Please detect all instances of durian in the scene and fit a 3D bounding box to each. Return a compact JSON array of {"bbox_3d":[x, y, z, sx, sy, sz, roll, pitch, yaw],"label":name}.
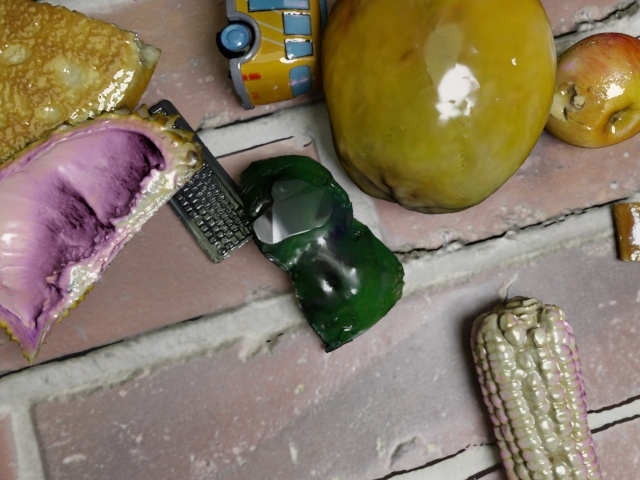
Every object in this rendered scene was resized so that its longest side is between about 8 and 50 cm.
[{"bbox_3d":[-0.300,-0.037,0.653,0.191,0.112,0.341,39,88,5],"label":"durian"}]

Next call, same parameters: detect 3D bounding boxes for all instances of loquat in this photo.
[{"bbox_3d":[0.128,-0.178,0.616,0.276,0.276,0.284,13,86,0],"label":"loquat"}]

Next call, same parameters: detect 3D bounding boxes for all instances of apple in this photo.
[{"bbox_3d":[0.359,-0.186,0.673,0.146,0.146,0.146,0,83,-1],"label":"apple"}]

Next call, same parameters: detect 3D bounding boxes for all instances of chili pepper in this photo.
[{"bbox_3d":[-0.001,-0.004,0.658,0.148,0.116,0.264,-32,86,-8],"label":"chili pepper"}]

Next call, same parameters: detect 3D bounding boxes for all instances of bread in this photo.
[{"bbox_3d":[0.424,-0.011,0.711,0.047,0.036,0.083,-5,85,6],"label":"bread"}]

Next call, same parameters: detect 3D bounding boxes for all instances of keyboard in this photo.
[{"bbox_3d":[-0.175,-0.081,0.709,0.093,0.025,0.230,-38,86,-8],"label":"keyboard"}]

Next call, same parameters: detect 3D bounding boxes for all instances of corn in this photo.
[{"bbox_3d":[0.268,0.236,0.643,0.126,0.126,0.335,-10,88,-3],"label":"corn"}]

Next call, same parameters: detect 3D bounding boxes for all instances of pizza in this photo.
[{"bbox_3d":[-0.370,-0.169,0.684,0.258,0.087,0.268,16,84,-4],"label":"pizza"}]

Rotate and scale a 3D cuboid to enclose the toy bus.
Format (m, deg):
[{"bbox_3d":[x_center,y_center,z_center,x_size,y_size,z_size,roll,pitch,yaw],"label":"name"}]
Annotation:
[{"bbox_3d":[-0.059,-0.285,0.680,0.136,0.126,0.209,-6,81,1],"label":"toy bus"}]
